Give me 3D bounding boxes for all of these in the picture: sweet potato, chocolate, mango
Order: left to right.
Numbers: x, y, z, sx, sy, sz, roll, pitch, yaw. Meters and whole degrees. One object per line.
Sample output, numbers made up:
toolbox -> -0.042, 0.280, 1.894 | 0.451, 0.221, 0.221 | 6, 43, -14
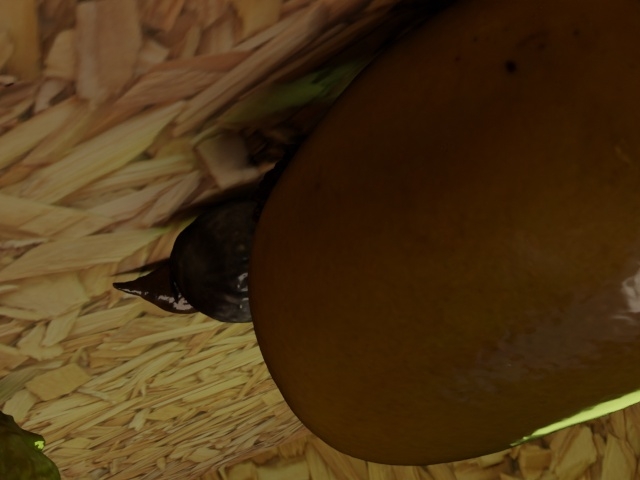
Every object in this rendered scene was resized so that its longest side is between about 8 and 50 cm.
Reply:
sweet potato -> -0.121, 0.036, 1.630 | 0.117, 0.049, 0.049 | 0, 158, -39
chocolate -> 0.000, 0.000, 1.524 | 0.248, 0.110, 0.110 | -17, 169, -32
mango -> 0.131, -0.007, 1.248 | 0.300, 0.232, 0.445 | 27, 132, -27

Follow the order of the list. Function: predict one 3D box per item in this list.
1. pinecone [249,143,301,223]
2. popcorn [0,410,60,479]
pinecone -> 0.010, -0.027, 1.409 | 0.109, 0.102, 0.102 | 25, 139, -36
popcorn -> -0.344, 0.241, 1.900 | 0.198, 0.198, 0.212 | -25, -166, 14
